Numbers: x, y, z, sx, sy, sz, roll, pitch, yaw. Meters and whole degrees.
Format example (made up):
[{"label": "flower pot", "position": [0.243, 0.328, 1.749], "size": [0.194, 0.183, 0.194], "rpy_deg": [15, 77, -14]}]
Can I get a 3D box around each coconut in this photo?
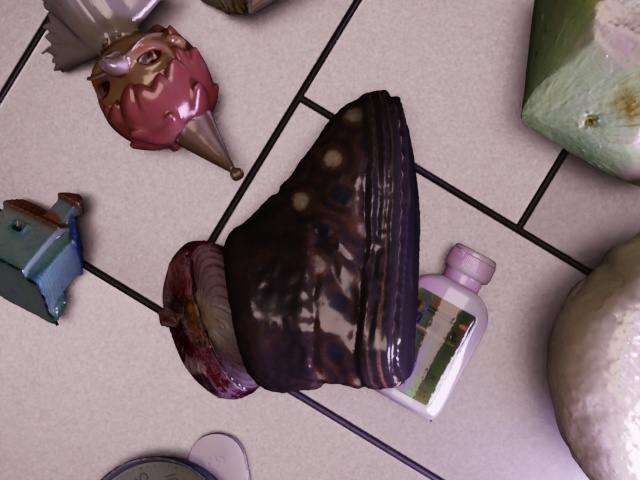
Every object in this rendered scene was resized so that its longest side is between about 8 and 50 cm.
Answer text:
[{"label": "coconut", "position": [0.388, -0.219, 1.829], "size": [0.329, 0.281, 0.328], "rpy_deg": [-9, 124, -14]}]

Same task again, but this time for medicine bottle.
[{"label": "medicine bottle", "position": [0.148, 0.111, 1.919], "size": [0.115, 0.078, 0.219], "rpy_deg": [29, 90, 8]}]

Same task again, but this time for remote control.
[{"label": "remote control", "position": [-0.119, 0.370, 1.946], "size": [0.077, 0.022, 0.244], "rpy_deg": [-11, 89, -1]}]

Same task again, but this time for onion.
[{"label": "onion", "position": [-0.139, 0.106, 1.916], "size": [0.098, 0.151, 0.205], "rpy_deg": [-22, 77, 34]}]

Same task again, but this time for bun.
[{"label": "bun", "position": [0.435, 0.158, 1.848], "size": [0.365, 0.219, 0.365], "rpy_deg": [-1, 94, -15]}]

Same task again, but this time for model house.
[{"label": "model house", "position": [-0.360, 0.003, 1.924], "size": [0.148, 0.119, 0.148], "rpy_deg": [26, 64, 23]}]

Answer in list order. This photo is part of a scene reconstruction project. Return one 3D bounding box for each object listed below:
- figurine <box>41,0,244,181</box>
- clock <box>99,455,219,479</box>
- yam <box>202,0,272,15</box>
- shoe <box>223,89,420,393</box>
[{"label": "figurine", "position": [-0.234, -0.220, 1.888], "size": [0.207, 0.166, 0.386], "rpy_deg": [-33, 86, 17]}, {"label": "clock", "position": [-0.209, 0.379, 1.904], "size": [0.215, 0.042, 0.214], "rpy_deg": [-4, 75, 14]}, {"label": "yam", "position": [-0.043, -0.404, 1.892], "size": [0.304, 0.168, 0.168], "rpy_deg": [-30, 89, -2]}, {"label": "shoe", "position": [0.000, 0.000, 1.867], "size": [0.237, 0.171, 0.383], "rpy_deg": [-1, 73, 11]}]
